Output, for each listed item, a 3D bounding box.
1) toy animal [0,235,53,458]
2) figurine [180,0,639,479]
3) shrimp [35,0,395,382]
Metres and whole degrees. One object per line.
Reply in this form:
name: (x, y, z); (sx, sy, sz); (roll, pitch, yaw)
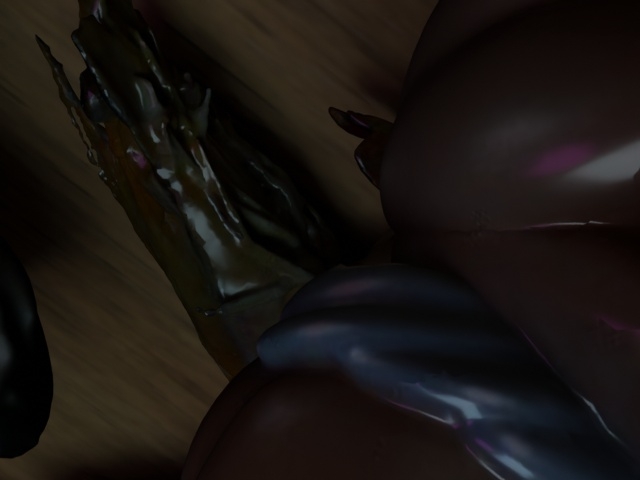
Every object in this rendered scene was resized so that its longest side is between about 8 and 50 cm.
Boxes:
toy animal: (-0.223, -0.004, 0.643); (0.212, 0.213, 0.267); (-8, 132, 22)
figurine: (0.172, 0.013, 0.496); (0.388, 0.276, 0.248); (-3, 89, 31)
shrimp: (0.000, 0.000, 0.672); (0.150, 0.068, 0.248); (-35, 120, 26)
